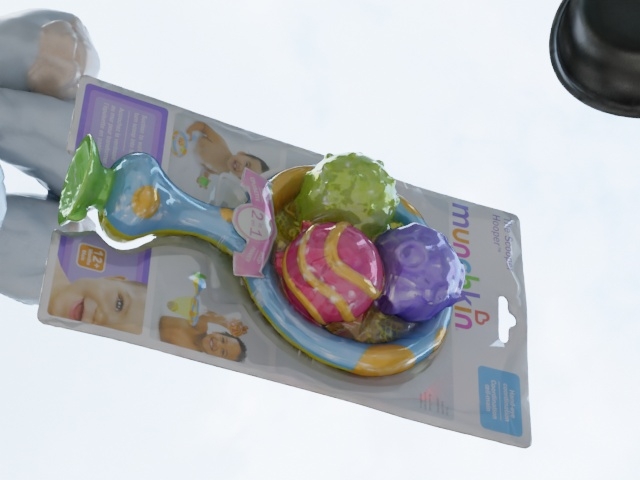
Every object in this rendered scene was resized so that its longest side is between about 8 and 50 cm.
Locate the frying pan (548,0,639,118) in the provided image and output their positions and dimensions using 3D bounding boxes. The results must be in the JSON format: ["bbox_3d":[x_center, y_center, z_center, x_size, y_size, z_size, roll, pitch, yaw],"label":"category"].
[{"bbox_3d":[0.296,-0.184,0.975,0.326,0.197,0.053,-31,-131,25],"label":"frying pan"}]

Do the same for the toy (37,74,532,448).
[{"bbox_3d":[0.000,0.000,0.687,0.237,0.056,0.137,15,-127,-16],"label":"toy"}]

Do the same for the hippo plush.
[{"bbox_3d":[-0.253,-0.079,0.976,0.234,0.236,0.294,-34,-90,-3],"label":"hippo plush"}]
